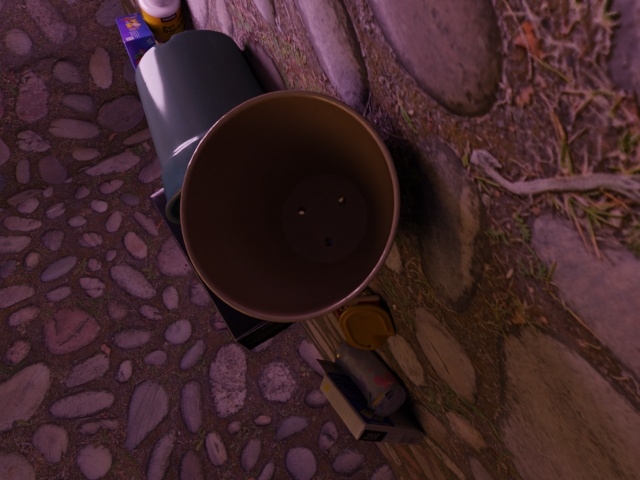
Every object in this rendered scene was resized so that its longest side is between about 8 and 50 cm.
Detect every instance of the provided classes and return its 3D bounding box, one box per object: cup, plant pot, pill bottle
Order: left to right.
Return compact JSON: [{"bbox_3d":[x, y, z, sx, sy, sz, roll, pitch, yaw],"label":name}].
[{"bbox_3d":[-0.468,-0.685,1.362,0.117,0.117,0.215,60,168,0],"label":"pill bottle"},{"bbox_3d":[-0.241,-0.257,1.048,0.341,0.341,0.334,114,131,-75],"label":"plant pot"},{"bbox_3d":[-0.023,-0.045,0.763,0.331,0.331,0.237,57,-168,11],"label":"cup"}]

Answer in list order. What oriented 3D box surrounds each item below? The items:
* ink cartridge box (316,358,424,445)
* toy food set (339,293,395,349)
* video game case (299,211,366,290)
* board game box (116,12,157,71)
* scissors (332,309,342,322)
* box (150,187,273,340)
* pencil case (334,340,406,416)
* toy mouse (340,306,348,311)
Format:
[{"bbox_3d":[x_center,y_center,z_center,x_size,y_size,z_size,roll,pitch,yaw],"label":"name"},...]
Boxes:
[{"bbox_3d":[0.148,0.532,1.520,0.304,0.072,0.307,24,-170,-39],"label":"ink cartridge box"},{"bbox_3d":[0.112,0.187,1.166,0.071,0.128,0.218,-89,-18,-49],"label":"toy food set"},{"bbox_3d":[0.000,0.000,1.242,0.269,0.061,0.244,65,167,-23],"label":"video game case"},{"bbox_3d":[-0.522,-0.529,1.395,0.347,0.078,0.233,-126,19,-48],"label":"board game box"},{"bbox_3d":[0.008,0.209,1.789,0.297,0.021,0.109,50,167,40],"label":"scissors"},{"bbox_3d":[-0.242,0.060,1.460,0.480,0.297,0.472,56,169,12],"label":"box"},{"bbox_3d":[0.155,0.437,1.489,0.273,0.124,0.113,45,166,51],"label":"pencil case"},{"bbox_3d":[0.079,0.199,1.451,0.161,0.031,0.143,59,168,-1],"label":"toy mouse"}]
